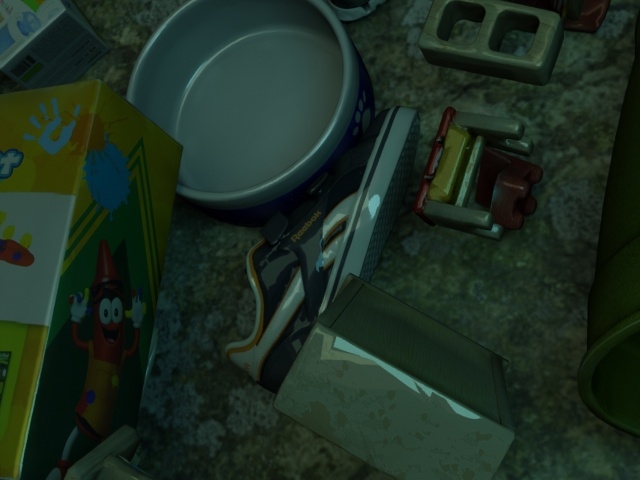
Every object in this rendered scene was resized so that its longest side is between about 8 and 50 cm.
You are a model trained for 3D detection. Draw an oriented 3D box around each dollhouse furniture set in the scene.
[{"bbox_3d":[-0.012,0.250,0.781,0.362,0.256,0.394,29,99,6],"label":"dollhouse furniture set"},{"bbox_3d":[0.169,-0.185,0.928,0.152,0.201,0.374,17,86,24],"label":"dollhouse furniture set"}]

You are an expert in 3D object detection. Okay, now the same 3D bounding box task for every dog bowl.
[{"bbox_3d":[-0.077,-0.152,1.050,0.265,0.104,0.265,-6,71,18],"label":"dog bowl"}]

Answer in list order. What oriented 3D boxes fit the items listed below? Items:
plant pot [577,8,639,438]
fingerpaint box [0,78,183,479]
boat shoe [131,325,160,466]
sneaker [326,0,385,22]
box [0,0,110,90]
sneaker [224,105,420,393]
[{"bbox_3d":[0.382,-0.051,0.743,0.366,0.366,0.353,-5,59,18],"label":"plant pot"},{"bbox_3d":[-0.388,0.056,0.960,0.445,0.163,0.371,-4,68,24],"label":"fingerpaint box"},{"bbox_3d":[-0.236,0.220,0.985,0.094,0.109,0.302,8,76,-1],"label":"boat shoe"},{"bbox_3d":[0.093,-0.345,1.050,0.234,0.106,0.078,-37,65,5],"label":"sneaker"},{"bbox_3d":[-0.382,-0.295,1.207,0.114,0.103,0.203,-41,64,4],"label":"box"},{"bbox_3d":[0.000,0.000,0.956,0.127,0.126,0.321,19,81,14],"label":"sneaker"}]
